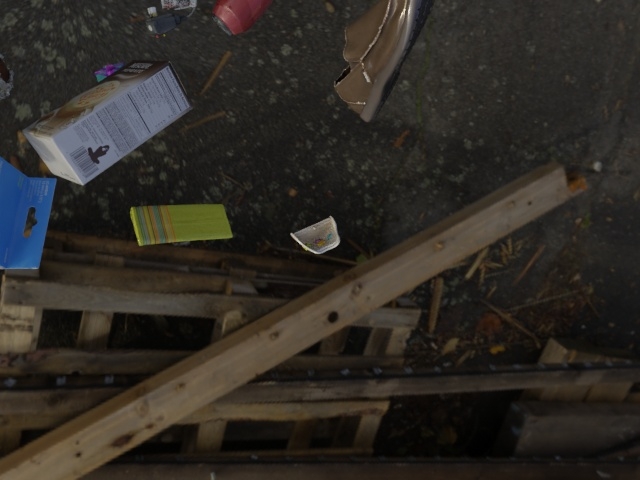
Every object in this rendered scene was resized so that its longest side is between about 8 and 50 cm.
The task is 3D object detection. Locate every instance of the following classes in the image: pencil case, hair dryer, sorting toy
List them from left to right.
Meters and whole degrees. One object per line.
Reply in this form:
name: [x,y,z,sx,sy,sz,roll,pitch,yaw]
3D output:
pencil case: [-0.397,-0.277,1.198,0.065,0.070,0.151,-20,110,-8]
hair dryer: [-0.169,-0.469,1.037,0.294,0.080,0.223,-16,133,-25]
sorting toy: [0.000,0.000,1.074,0.083,0.075,0.044,-24,118,-11]

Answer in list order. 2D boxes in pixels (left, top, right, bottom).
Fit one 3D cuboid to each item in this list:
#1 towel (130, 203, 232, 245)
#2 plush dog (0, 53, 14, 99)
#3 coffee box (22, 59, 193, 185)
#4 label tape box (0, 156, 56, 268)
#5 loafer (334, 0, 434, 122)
towel: [-0.338,-0.040,1.460,0.237,0.102,0.021,-5,154,-32]
plush dog: [-0.619,-0.171,0.953,0.211,0.262,0.225,1,126,2]
coffee box: [-0.370,-0.214,1.047,0.246,0.141,0.098,-44,130,-26]
label tape box: [-0.805,-0.074,1.334,0.348,0.249,0.115,4,155,-10]
loafer: [0.100,-0.363,1.106,0.130,0.366,0.133,29,58,1]
